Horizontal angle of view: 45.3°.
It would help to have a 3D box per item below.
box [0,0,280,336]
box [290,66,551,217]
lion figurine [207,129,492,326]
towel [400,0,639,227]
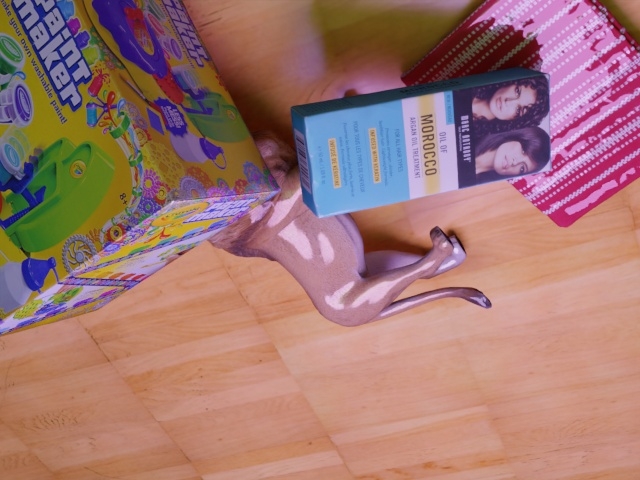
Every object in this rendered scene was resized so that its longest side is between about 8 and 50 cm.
[{"bbox_3d":[-0.243,-0.102,0.729,0.279,0.177,0.290,-31,82,25],"label":"box"},{"bbox_3d":[0.100,-0.097,0.743,0.244,0.060,0.100,-12,111,-12],"label":"box"},{"bbox_3d":[0.000,0.000,0.871,0.240,0.142,0.392,-37,109,13],"label":"lion figurine"},{"bbox_3d":[0.249,-0.145,0.812,0.275,0.031,0.199,38,124,-19],"label":"towel"}]
